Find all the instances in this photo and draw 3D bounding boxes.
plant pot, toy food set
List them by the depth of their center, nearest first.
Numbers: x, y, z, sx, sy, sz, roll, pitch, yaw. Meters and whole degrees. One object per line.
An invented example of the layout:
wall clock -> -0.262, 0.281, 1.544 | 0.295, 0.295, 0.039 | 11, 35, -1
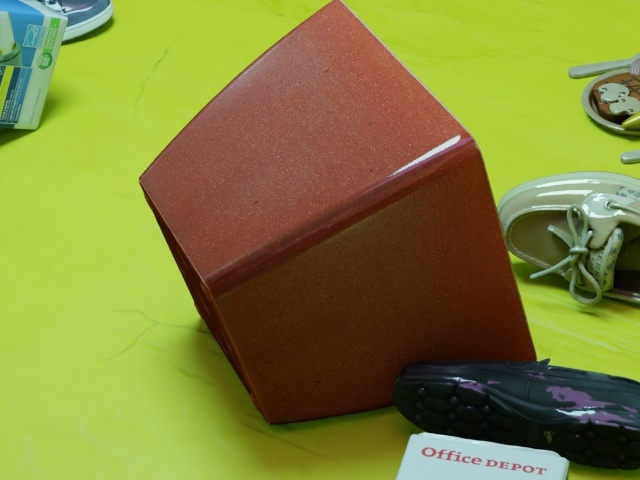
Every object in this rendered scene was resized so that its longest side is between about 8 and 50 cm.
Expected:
plant pot -> 0.000, 0.000, 1.402 | 0.236, 0.267, 0.267 | -28, 42, -8
toy food set -> 0.342, -0.156, 1.715 | 0.132, 0.038, 0.192 | -11, 38, -7

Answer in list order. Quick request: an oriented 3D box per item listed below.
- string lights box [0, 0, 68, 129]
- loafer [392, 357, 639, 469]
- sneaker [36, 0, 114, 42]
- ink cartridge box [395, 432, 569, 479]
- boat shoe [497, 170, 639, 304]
string lights box -> -0.398, -0.192, 1.681 | 0.077, 0.133, 0.260 | 30, 20, 35
loafer -> 0.172, 0.135, 1.341 | 0.223, 0.076, 0.078 | 9, 35, 10
sneaker -> -0.362, -0.315, 1.902 | 0.226, 0.163, 0.086 | -2, 36, 2
ink cartridge box -> 0.109, 0.237, 1.213 | 0.127, 0.072, 0.175 | 7, 40, 16
boat shoe -> 0.292, 0.010, 1.457 | 0.285, 0.104, 0.089 | 8, 37, 15
